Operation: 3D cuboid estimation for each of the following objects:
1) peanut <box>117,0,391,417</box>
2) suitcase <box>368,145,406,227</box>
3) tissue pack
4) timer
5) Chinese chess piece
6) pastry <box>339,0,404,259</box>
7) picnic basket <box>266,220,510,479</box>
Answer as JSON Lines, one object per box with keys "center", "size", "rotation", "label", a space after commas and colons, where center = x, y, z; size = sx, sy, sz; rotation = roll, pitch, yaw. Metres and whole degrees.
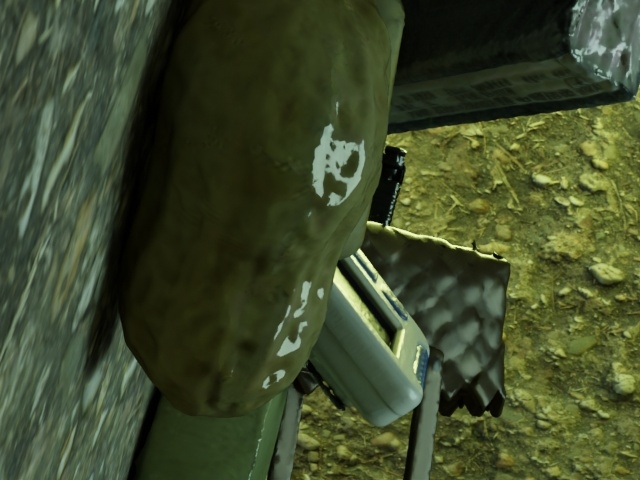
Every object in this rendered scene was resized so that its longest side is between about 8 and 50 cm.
{"center": [-0.041, -0.031, 1.017], "size": [0.159, 0.143, 0.291], "rotation": [-66, 173, -79], "label": "peanut"}
{"center": [0.000, 0.000, 2.125], "size": [0.335, 0.152, 0.230], "rotation": [105, 2, -81], "label": "suitcase"}
{"center": [0.140, -0.250, 1.524], "size": [0.394, 0.124, 0.288], "rotation": [-3, -112, 51], "label": "tissue pack"}
{"center": [0.000, 0.047, 1.569], "size": [0.078, 0.253, 0.178], "rotation": [-35, -172, 14], "label": "timer"}
{"center": [-0.100, 0.195, 1.492], "size": [0.250, 0.101, 0.250], "rotation": [15, 90, -88], "label": "Chinese chess piece"}
{"center": [-0.006, -0.110, 1.379], "size": [0.265, 0.133, 0.265], "rotation": [14, 90, -88], "label": "pastry"}
{"center": [0.038, 0.144, 1.805], "size": [0.254, 0.291, 0.321], "rotation": [0, -101, 53], "label": "picnic basket"}
